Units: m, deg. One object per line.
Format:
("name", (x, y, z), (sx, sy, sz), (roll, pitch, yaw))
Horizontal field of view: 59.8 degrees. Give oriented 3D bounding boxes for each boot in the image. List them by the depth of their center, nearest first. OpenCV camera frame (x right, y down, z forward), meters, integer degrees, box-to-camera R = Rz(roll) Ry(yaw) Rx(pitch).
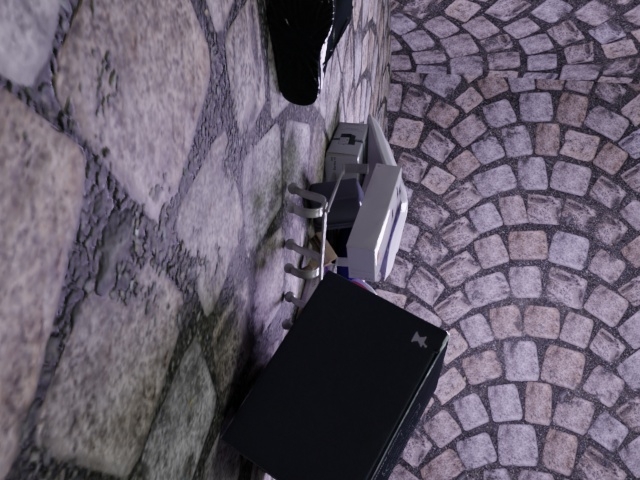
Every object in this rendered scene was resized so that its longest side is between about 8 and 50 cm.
("boot", (-0.007, -0.364, 0.865), (0.246, 0.094, 0.207), (94, 10, -56))

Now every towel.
("towel", (0.098, 0.010, 1.478), (0.308, 0.076, 0.227), (123, -16, -67))

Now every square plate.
("square plate", (0.174, -0.118, 1.581), (0.347, 0.049, 0.344), (93, -14, -52))

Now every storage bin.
("storage bin", (0.040, -0.091, 1.244), (0.091, 0.135, 0.098), (66, 23, -54))

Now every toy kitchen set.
("toy kitchen set", (-0.024, 0.037, 1.251), (0.083, 0.075, 0.068), (-23, 166, -44))

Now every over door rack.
("over door rack", (0.000, 0.000, 1.064), (0.324, 0.108, 0.239), (-47, 144, -62))

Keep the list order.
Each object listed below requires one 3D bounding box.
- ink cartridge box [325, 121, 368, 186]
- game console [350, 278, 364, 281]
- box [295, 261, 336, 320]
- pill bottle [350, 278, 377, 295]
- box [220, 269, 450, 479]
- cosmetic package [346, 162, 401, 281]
("ink cartridge box", (0.073, -0.206, 1.490), (0.208, 0.087, 0.153), (-70, 163, -54))
("game console", (0.101, 0.125, 1.786), (0.386, 0.060, 0.342), (-84, 178, -52))
("box", (-0.021, 0.186, 1.228), (0.063, 0.067, 0.324), (87, 13, -45))
("pill bottle", (0.055, 0.189, 1.383), (0.180, 0.108, 0.108), (-40, 148, -26))
("box", (0.047, 0.281, 0.935), (0.293, 0.212, 0.395), (-56, 160, -18))
("cosmetic package", (0.113, -0.040, 1.125), (0.099, 0.060, 0.239), (80, 25, -48))
